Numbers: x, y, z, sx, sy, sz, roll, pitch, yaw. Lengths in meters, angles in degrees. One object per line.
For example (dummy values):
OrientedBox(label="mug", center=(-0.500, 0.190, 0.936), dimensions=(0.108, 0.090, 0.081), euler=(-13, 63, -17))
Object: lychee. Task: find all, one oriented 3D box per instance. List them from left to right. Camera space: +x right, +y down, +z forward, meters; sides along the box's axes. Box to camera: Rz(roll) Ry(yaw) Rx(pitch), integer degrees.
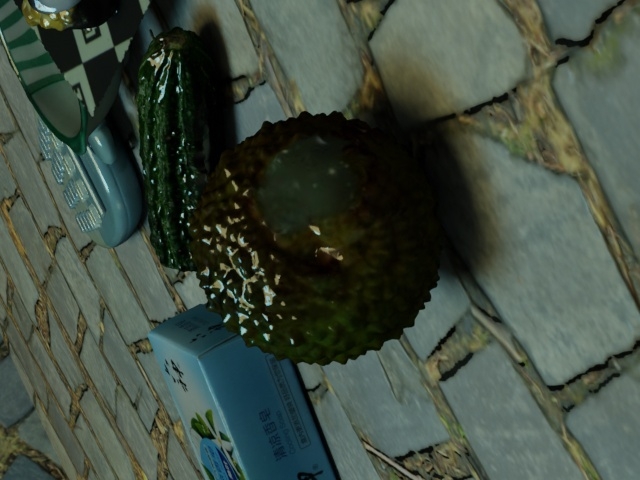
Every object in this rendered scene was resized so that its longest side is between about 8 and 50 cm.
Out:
OrientedBox(label="lychee", center=(0.000, 0.000, 0.964), dimensions=(0.171, 0.171, 0.171), euler=(51, 156, 33))

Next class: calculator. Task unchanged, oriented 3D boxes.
OrientedBox(label="calculator", center=(-0.238, -0.085, 1.605), dimensions=(0.188, 0.042, 0.302), euler=(64, 161, 4))

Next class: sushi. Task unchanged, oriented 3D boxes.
OrientedBox(label="sushi", center=(-0.225, -0.272, 1.211), dimensions=(0.290, 0.050, 0.264), euler=(57, 139, 19))

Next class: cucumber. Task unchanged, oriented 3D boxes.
OrientedBox(label="cucumber", center=(-0.108, -0.071, 1.262), dimensions=(0.077, 0.077, 0.265), euler=(48, 152, 38))

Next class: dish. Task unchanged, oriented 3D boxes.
OrientedBox(label="dish", center=(-0.229, -0.201, 1.387), dimensions=(0.246, 0.078, 0.224), euler=(65, 160, -5))

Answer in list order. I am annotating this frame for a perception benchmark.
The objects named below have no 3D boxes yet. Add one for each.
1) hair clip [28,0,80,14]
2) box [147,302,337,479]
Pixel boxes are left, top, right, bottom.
OrientedBox(label="hair clip", center=(-0.197, -0.279, 1.122), dimensions=(0.075, 0.146, 0.257), euler=(3, -109, -64))
OrientedBox(label="box", center=(-0.060, 0.177, 1.415), dimensions=(0.142, 0.083, 0.232), euler=(15, 129, 66))
